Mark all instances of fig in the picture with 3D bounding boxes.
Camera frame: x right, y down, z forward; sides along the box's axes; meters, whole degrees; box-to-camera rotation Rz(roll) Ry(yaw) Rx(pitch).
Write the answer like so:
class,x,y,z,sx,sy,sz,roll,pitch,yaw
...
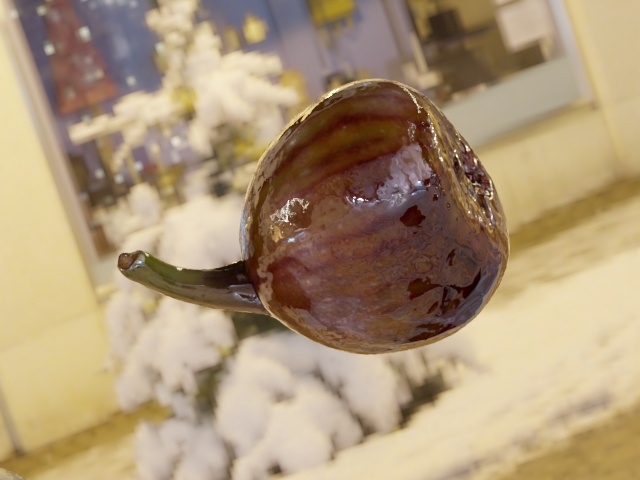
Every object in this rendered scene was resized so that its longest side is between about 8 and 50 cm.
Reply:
class,x,y,z,sx,sy,sz,roll,pitch,yaw
fig,0.007,0.002,1.105,0.207,0.175,0.175,-32,2,17

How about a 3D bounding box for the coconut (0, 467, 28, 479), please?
class,x,y,z,sx,sy,sz,roll,pitch,yaw
coconut,-0.220,0.224,1.110,0.194,0.194,0.194,-19,6,2
